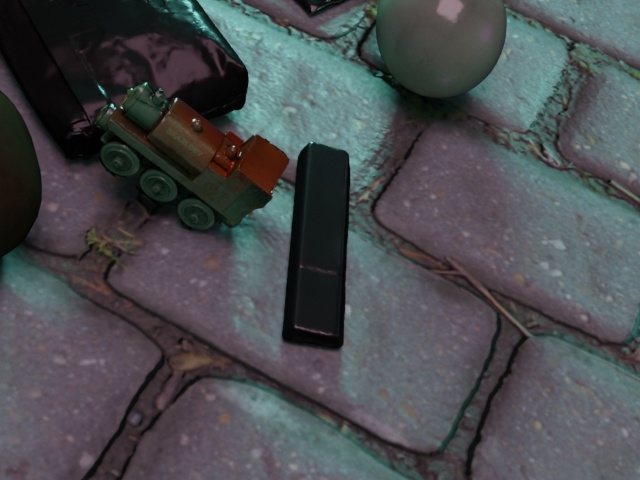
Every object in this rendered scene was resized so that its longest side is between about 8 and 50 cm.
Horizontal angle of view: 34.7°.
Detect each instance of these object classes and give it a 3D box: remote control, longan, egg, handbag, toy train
[{"bbox_3d":[0.000,0.000,1.041,0.063,0.025,0.245,11,52,-11],"label":"remote control"},{"bbox_3d":[-0.337,-0.065,0.921,0.189,0.189,0.189,7,52,-9],"label":"longan"},{"bbox_3d":[0.140,-0.259,1.195,0.151,0.151,0.209,11,50,-6],"label":"egg"},{"bbox_3d":[-0.223,-0.213,1.112,0.223,0.080,0.247,-20,60,-27],"label":"handbag"},{"bbox_3d":[-0.130,-0.086,0.995,0.176,0.118,0.074,39,44,-17],"label":"toy train"}]

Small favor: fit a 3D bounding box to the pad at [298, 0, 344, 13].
[{"bbox_3d":[0.022,-0.384,1.347,0.233,0.022,0.174,-31,67,-30],"label":"pad"}]
